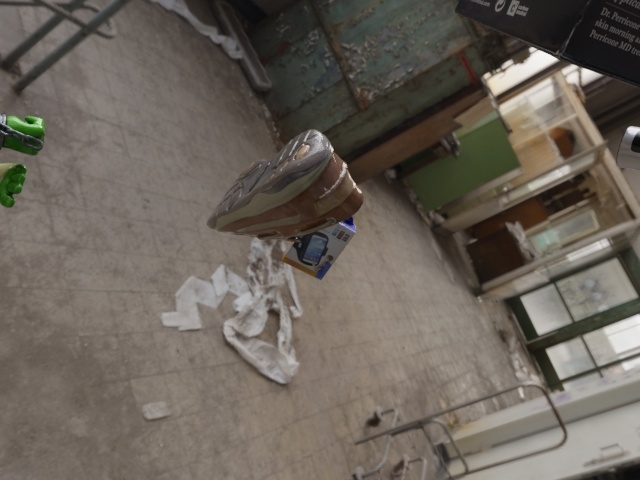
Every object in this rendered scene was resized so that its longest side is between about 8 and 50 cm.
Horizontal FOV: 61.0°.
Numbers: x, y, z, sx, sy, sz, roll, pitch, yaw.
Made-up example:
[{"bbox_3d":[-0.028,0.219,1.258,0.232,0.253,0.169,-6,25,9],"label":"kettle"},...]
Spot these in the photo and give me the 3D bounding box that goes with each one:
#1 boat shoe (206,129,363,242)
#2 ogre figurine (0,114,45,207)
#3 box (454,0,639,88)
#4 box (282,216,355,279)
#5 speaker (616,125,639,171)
[{"bbox_3d":[-0.059,-0.043,0.741,0.116,0.324,0.123,40,69,-19],"label":"boat shoe"},{"bbox_3d":[-0.340,-0.056,0.463,0.118,0.197,0.097,28,55,-46],"label":"ogre figurine"},{"bbox_3d":[0.355,-0.285,0.467,0.343,0.312,0.179,9,29,-23],"label":"box"},{"bbox_3d":[0.000,0.000,0.937,0.081,0.136,0.028,27,32,-13],"label":"box"},{"bbox_3d":[0.445,-0.101,0.667,0.136,0.055,0.055,23,-6,37],"label":"speaker"}]
